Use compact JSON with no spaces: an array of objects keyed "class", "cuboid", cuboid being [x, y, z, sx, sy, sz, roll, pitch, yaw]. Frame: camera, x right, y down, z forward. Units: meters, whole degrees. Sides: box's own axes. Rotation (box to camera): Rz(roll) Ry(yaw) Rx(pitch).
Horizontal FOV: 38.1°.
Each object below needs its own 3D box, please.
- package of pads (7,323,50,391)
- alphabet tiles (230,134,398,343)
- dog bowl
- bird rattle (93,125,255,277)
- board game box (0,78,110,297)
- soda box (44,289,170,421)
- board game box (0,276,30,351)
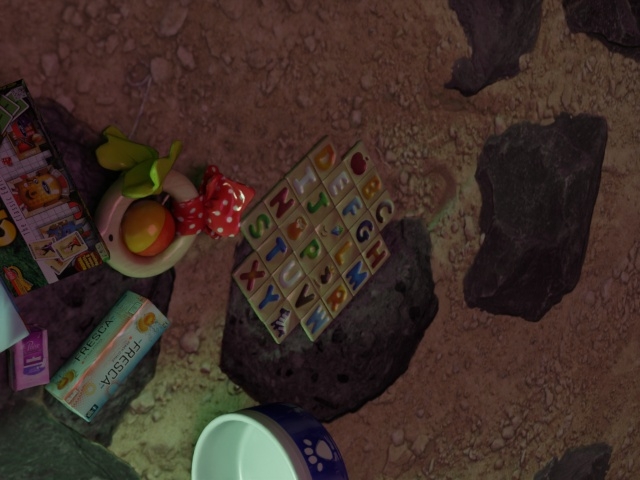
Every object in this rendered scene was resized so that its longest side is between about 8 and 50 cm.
[{"class":"package of pads","cuboid":[-0.391,0.156,1.242,0.050,0.032,0.083,-11,109,-44]},{"class":"alphabet tiles","cuboid":[0.000,0.000,1.582,0.342,0.011,0.285,-47,128,-24]},{"class":"dog bowl","cuboid":[-0.080,0.387,1.434,0.104,0.265,0.264,-7,106,-45]},{"class":"bird rattle","cuboid":[-0.229,-0.044,1.313,0.207,0.143,0.253,-54,145,-3]},{"class":"board game box","cuboid":[-0.377,-0.059,1.160,0.136,0.030,0.259,-22,120,-2]},{"class":"soda box","cuboid":[-0.299,0.161,1.312,0.183,0.058,0.063,-51,130,-20]},{"class":"board game box","cuboid":[-0.503,0.068,0.974,0.308,0.086,0.302,-33,144,-22]}]
